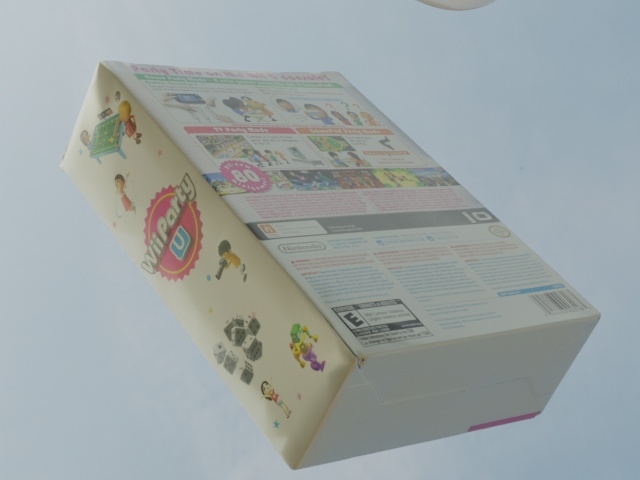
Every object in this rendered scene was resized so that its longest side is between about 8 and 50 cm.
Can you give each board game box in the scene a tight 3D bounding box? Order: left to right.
[{"bbox_3d":[0.000,0.000,0.907,0.303,0.224,0.097,48,-54,35],"label":"board game box"}]

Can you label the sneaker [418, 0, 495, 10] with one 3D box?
[{"bbox_3d":[0.003,-0.186,0.535,0.085,0.086,0.237,-35,-73,9],"label":"sneaker"}]
